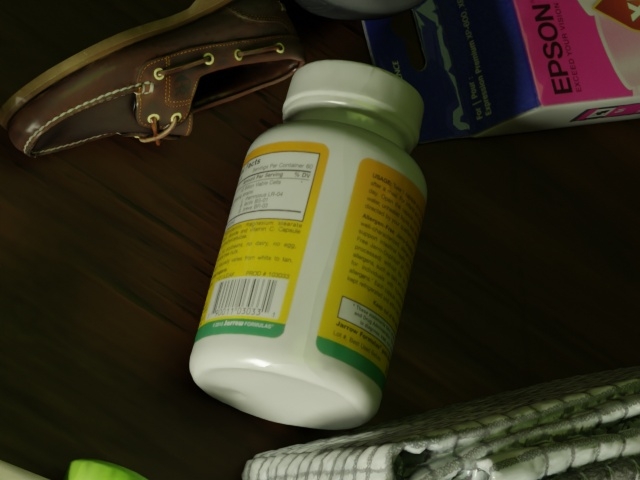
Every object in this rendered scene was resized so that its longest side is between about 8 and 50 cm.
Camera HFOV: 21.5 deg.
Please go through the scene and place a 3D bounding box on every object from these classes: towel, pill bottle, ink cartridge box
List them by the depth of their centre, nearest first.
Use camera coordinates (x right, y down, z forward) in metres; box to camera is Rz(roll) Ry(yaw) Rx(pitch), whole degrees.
[{"bbox_3d":[0.124,0.149,0.977,0.283,0.235,0.121,-11,85,-25],"label":"towel"},{"bbox_3d":[0.000,0.000,1.032,0.117,0.117,0.208,20,67,-16],"label":"pill bottle"},{"bbox_3d":[0.204,-0.176,1.206,0.370,0.069,0.176,-9,78,-23],"label":"ink cartridge box"}]

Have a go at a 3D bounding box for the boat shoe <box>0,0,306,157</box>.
[{"bbox_3d":[-0.098,-0.098,1.045,0.207,0.073,0.073,-30,86,-27],"label":"boat shoe"}]

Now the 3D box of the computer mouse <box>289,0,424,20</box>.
[{"bbox_3d":[-0.023,-0.246,1.130,0.188,0.072,0.272,-32,76,-25],"label":"computer mouse"}]

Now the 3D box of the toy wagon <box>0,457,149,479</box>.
[{"bbox_3d":[-0.174,0.243,0.914,0.344,0.068,0.267,25,67,-15],"label":"toy wagon"}]
